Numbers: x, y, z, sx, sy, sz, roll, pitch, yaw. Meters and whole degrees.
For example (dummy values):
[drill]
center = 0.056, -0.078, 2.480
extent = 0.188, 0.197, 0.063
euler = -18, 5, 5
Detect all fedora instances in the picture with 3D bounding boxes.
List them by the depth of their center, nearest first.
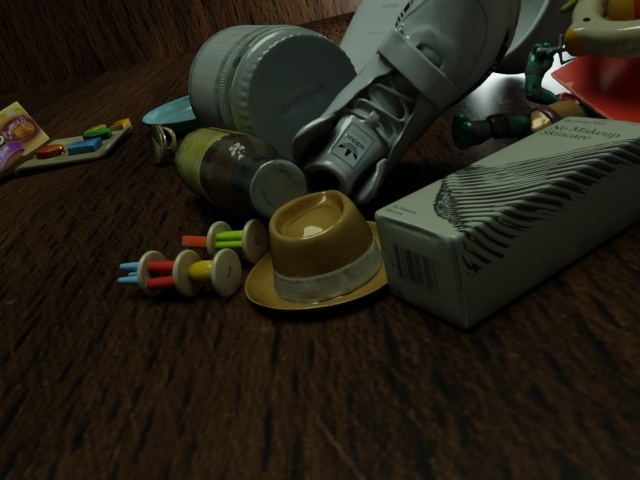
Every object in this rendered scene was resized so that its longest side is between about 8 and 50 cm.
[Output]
[fedora]
center = 0.000, 0.000, 0.682
extent = 0.194, 0.079, 0.194
euler = -11, 24, 5

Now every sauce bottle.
[sauce bottle]
center = -0.115, -0.091, 0.871
extent = 0.111, 0.111, 0.344
euler = -22, 19, -16

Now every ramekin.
[ramekin]
center = 0.352, -0.449, 1.222
extent = 0.135, 0.277, 0.277
euler = 4, 9, -40

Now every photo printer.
[photo printer]
center = 0.159, -0.396, 1.211
extent = 0.256, 0.107, 0.307
euler = 24, 87, 52

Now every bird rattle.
[bird rattle]
center = 0.377, -0.269, 0.704
extent = 0.253, 0.143, 0.207
euler = 14, 61, 37

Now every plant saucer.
[plant saucer]
center = -0.262, -0.312, 1.537
extent = 0.318, 0.043, 0.317
euler = -12, 25, 6

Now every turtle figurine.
[turtle figurine]
center = 0.289, -0.148, 0.799
extent = 0.234, 0.118, 0.175
euler = -26, 51, -11

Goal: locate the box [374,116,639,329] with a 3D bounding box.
[box]
center = 0.195, -0.029, 0.621
extent = 0.275, 0.094, 0.113
euler = -27, 28, -26

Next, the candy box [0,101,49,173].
[candy box]
center = -0.717, -0.213, 1.439
extent = 0.053, 0.109, 0.186
euler = -17, 27, 46

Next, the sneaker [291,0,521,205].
[sneaker]
center = 0.092, -0.168, 0.796
extent = 0.366, 0.137, 0.210
euler = -46, 5, 48

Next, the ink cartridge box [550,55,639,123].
[ink cartridge box]
center = 0.458, -0.182, 0.612
extent = 0.308, 0.091, 0.385
euler = -30, 44, -1

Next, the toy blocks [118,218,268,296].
[toy blocks]
center = -0.151, 0.020, 0.751
extent = 0.148, 0.054, 0.123
euler = -2, 28, 26

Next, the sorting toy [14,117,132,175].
[sorting toy]
center = -0.573, -0.241, 1.552
extent = 0.229, 0.041, 0.307
euler = -12, 25, 5

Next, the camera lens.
[camera lens]
center = -0.087, -0.250, 1.093
extent = 0.219, 0.219, 0.274
euler = -24, 26, -21

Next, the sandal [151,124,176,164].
[sandal]
center = -0.317, -0.199, 1.310
extent = 0.049, 0.072, 0.180
euler = 2, 16, -17
